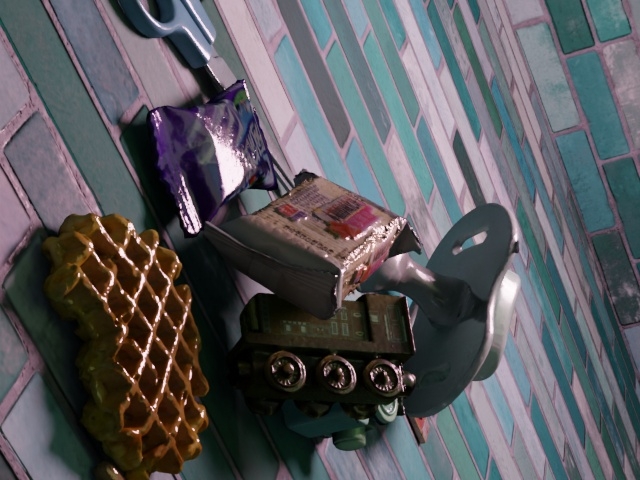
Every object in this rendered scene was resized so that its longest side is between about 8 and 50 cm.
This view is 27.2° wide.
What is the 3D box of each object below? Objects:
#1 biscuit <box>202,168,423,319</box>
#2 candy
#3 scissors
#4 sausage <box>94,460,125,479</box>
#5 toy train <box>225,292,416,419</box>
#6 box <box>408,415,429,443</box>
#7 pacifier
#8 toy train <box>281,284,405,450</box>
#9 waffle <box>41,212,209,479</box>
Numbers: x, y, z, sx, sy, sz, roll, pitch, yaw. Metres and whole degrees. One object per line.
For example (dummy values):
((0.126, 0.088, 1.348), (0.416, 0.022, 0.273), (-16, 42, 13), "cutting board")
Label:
((-0.004, -0.003, 1.524), (0.079, 0.186, 0.309), (-64, 167, 24), "biscuit")
((-0.117, -0.100, 1.514), (0.275, 0.070, 0.145), (-34, 111, -64), "candy")
((-0.127, -0.210, 1.621), (0.193, 0.029, 0.447), (-83, 150, -44), "scissors")
((-0.170, 0.254, 1.206), (0.024, 0.024, 0.132), (-72, 143, -55), "sausage")
((0.000, 0.126, 1.497), (0.225, 0.090, 0.137), (7, 60, -24), "toy train")
((0.146, 0.264, 2.020), (0.083, 0.012, 0.046), (66, 21, -20), "box")
((0.146, 0.079, 1.924), (0.269, 0.288, 0.343), (29, 62, -17), "pacifier")
((0.017, 0.153, 1.641), (0.163, 0.112, 0.203), (35, 43, -51), "toy train")
((-0.179, 0.102, 1.244), (0.249, 0.056, 0.253), (34, 46, -60), "waffle")
